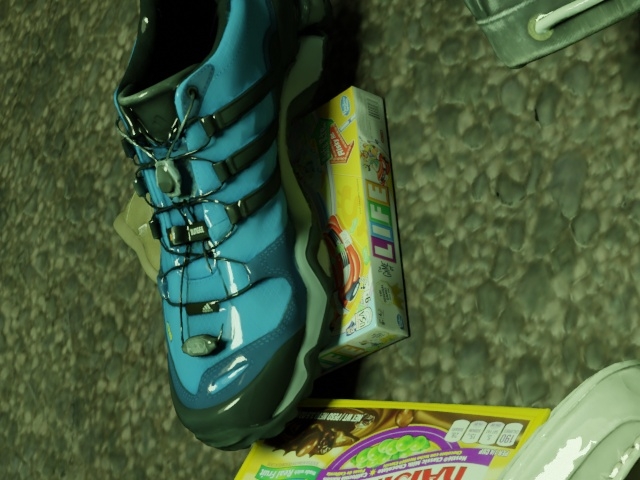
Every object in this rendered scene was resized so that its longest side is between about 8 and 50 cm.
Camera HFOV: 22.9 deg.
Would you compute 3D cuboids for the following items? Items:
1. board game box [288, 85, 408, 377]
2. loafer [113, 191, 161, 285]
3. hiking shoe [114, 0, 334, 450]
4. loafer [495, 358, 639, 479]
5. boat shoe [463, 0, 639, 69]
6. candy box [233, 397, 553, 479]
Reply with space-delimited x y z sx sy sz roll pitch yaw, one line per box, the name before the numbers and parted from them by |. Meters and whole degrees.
board game box | 0.000 0.000 0.929 0.103 0.026 0.154 -30 55 40
loafer | -0.090 -0.003 1.012 0.148 0.056 0.050 35 109 50
hiking shoe | -0.071 -0.035 0.888 0.113 0.132 0.304 -17 64 35
loafer | 0.101 0.207 0.674 0.111 0.112 0.320 32 109 45
boat shoe | 0.208 -0.175 0.683 0.335 0.119 0.121 -20 17 25
candy box | 0.027 0.131 0.816 0.206 0.027 0.105 -5 49 49
